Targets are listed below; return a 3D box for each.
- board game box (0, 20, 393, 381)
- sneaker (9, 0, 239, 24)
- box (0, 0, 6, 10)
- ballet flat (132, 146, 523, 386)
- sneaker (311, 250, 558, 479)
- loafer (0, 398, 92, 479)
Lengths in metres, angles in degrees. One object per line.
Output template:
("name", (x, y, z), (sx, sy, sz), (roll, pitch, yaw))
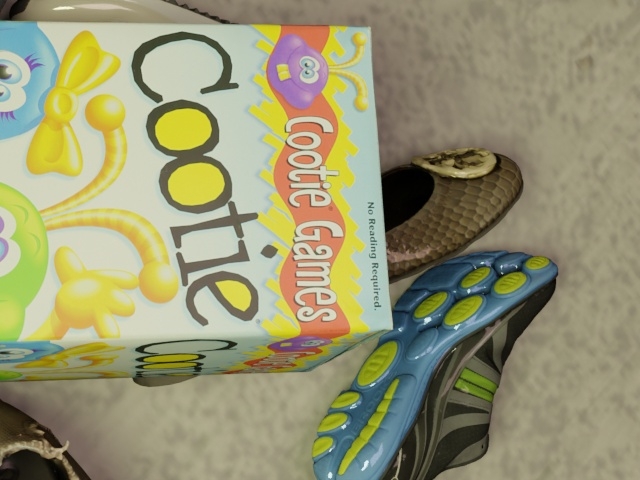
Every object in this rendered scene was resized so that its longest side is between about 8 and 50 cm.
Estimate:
("board game box", (-0.122, -0.014, 0.888), (0.275, 0.142, 0.144), (-1, 79, -16))
("sneaker", (-0.083, -0.079, 1.003), (0.161, 0.057, 0.075), (15, 74, -30))
("box", (-0.202, -0.189, 0.925), (0.156, 0.093, 0.158), (34, 70, -23))
("ballet flat", (0.000, 0.000, 1.033), (0.250, 0.084, 0.058), (-26, 108, -22))
("sneaker", (0.066, 0.078, 1.080), (0.188, 0.067, 0.078), (-51, 131, -23))
("loafer", (-0.107, 0.237, 0.927), (0.134, 0.130, 0.366), (-36, 103, -25))
